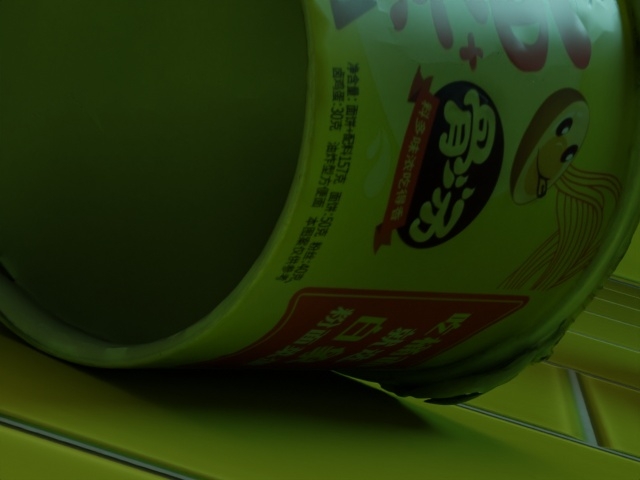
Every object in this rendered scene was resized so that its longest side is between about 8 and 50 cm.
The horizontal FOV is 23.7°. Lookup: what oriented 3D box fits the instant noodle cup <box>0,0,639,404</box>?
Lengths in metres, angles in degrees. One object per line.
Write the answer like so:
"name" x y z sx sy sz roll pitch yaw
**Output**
"instant noodle cup" -0.026 -0.065 0.693 0.311 0.311 0.221 19 15 35
